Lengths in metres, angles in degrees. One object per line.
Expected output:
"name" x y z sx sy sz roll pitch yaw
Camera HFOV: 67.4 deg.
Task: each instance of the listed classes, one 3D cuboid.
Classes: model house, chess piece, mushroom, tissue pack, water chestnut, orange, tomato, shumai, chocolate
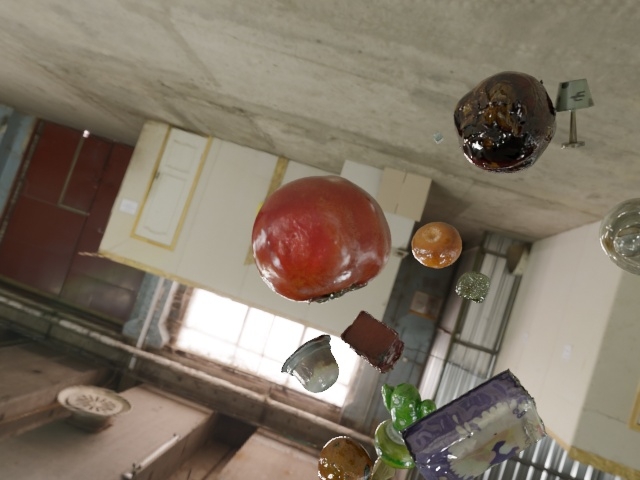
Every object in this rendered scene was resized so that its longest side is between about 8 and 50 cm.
"model house" 0.221 0.418 1.922 0.196 0.160 0.254 31 169 30
"chess piece" 0.239 0.870 1.816 0.090 0.090 0.200 18 -143 18
"mushroom" 0.952 -0.010 1.417 0.243 0.244 0.243 19 176 1
"tissue pack" 0.409 0.512 1.273 0.242 0.343 0.125 56 -177 -36
"water chestnut" 0.589 -0.393 1.564 0.335 0.336 0.346 16 -174 39
"orange" 0.518 0.026 2.132 0.224 0.224 0.170 16 153 44
"orange" 0.085 0.795 1.683 0.206 0.206 0.206 19 176 1
"tomato" 0.000 0.000 1.153 0.325 0.290 0.293 -19 172 21
"shumai" 0.383 0.112 1.178 0.082 0.083 0.080 55 -153 14
"chocolate" -0.008 0.410 1.553 0.147 0.221 0.221 43 -172 27

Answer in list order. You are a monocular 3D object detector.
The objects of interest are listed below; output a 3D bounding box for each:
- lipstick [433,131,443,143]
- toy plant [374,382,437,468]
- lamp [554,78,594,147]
"lipstick" 0.388 -0.329 1.569 0.025 0.025 0.107 56 -166 9
"toy plant" 0.303 0.650 1.736 0.184 0.316 0.224 -14 -148 -41
"lamp" 0.829 -0.414 1.571 0.121 0.215 0.121 -7 -166 2
